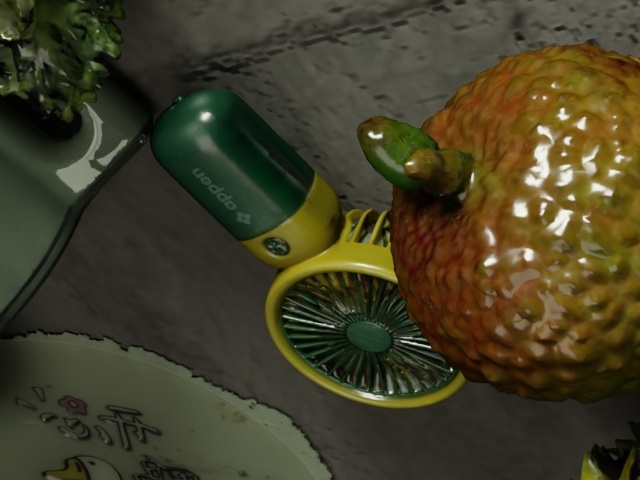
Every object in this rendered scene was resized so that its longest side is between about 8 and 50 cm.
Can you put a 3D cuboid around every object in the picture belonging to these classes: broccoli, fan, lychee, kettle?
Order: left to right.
[{"bbox_3d":[-0.160,-0.041,0.590,0.148,0.127,0.098,38,170,-24],"label":"kettle"},{"bbox_3d":[-0.101,-0.086,0.501,0.095,0.092,0.097,17,125,-17],"label":"broccoli"},{"bbox_3d":[-0.090,0.183,0.868,0.233,0.012,0.414,10,137,13],"label":"fan"},{"bbox_3d":[0.000,0.000,0.597,0.082,0.039,0.155,-21,125,40],"label":"fan"},{"bbox_3d":[0.075,-0.004,0.505,0.146,0.114,0.114,22,145,-33],"label":"lychee"}]

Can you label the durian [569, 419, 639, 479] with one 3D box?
[{"bbox_3d":[0.186,0.129,0.498,0.224,0.291,0.291,52,137,3],"label":"durian"}]
